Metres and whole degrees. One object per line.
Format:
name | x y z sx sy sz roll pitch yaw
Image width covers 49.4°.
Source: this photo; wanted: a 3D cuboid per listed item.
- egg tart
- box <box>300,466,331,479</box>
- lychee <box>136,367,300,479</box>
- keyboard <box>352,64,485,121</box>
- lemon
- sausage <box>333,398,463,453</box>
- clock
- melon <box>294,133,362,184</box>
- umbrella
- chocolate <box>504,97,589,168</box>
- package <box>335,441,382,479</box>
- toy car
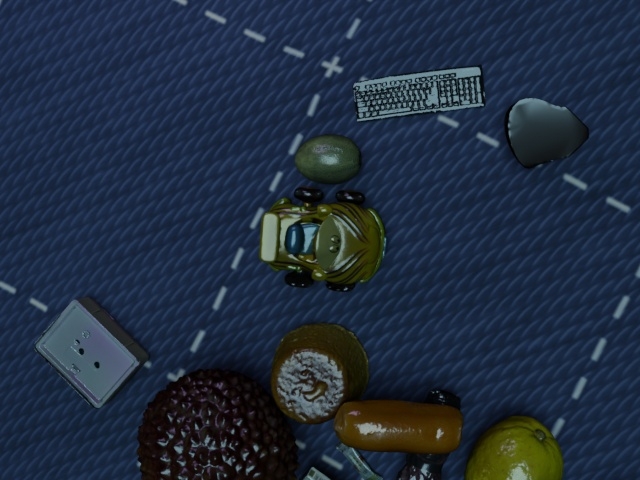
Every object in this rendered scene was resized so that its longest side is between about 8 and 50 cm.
egg tart | -0.008 0.268 1.340 0.202 0.147 0.203 1 95 7
box | 0.042 0.532 1.375 0.198 0.029 0.109 35 139 6
lychee | -0.197 0.397 1.304 0.306 0.330 0.306 -4 112 -11
keyboard | 0.189 -0.286 1.346 0.250 0.017 0.087 -5 94 9
lemon | 0.352 0.426 1.286 0.170 0.170 0.207 34 103 5
sausage | 0.142 0.335 1.254 0.238 0.098 0.098 5 94 -2
clock | -0.471 0.229 1.443 0.192 0.071 0.147 42 98 4
melon | 0.015 -0.156 1.338 0.130 0.098 0.098 1 93 7
umbrella | 0.198 0.446 1.347 0.094 0.090 0.326 16 95 3
chocolate | 0.407 -0.195 1.290 0.148 0.080 0.125 16 107 0
package | 0.079 0.448 1.403 0.037 0.015 0.110 -41 85 14
toy car | 0.000 0.000 1.325 0.247 0.142 0.201 4 94 10
